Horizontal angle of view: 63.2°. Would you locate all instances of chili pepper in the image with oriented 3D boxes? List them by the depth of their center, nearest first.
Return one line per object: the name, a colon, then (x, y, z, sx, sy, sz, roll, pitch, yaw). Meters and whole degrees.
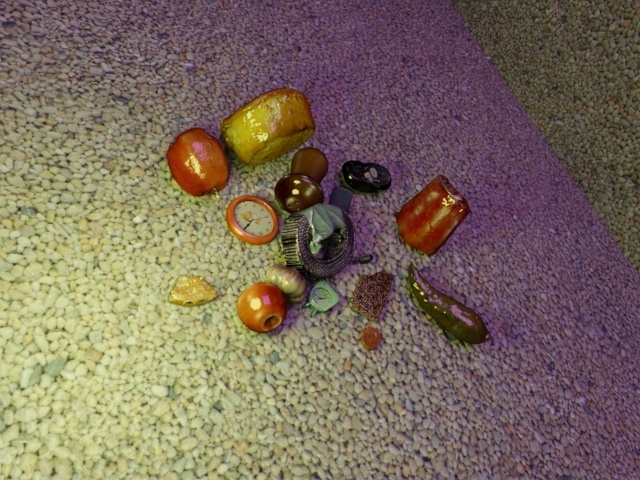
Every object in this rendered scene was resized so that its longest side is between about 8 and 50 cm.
chili pepper: (0.489, -0.118, 2.182, 0.229, 0.305, 0.251, 28, 39, -18)

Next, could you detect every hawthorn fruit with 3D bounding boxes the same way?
hawthorn fruit: (-0.412, -0.244, 1.833, 0.211, 0.211, 0.299, -31, 89, -40)

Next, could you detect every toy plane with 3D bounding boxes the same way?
toy plane: (0.162, 0.071, 2.032, 0.120, 0.049, 0.031, -11, 63, -15)

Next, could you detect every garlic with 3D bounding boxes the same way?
garlic: (-0.112, 0.141, 1.765, 0.159, 0.147, 0.102, 41, 69, -19)

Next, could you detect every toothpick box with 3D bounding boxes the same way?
toothpick box: (-0.066, -0.228, 2.024, 0.192, 0.192, 0.294, 27, 43, -11)

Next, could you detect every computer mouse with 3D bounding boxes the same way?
computer mouse: (0.193, -0.270, 2.253, 0.233, 0.096, 0.137, 11, 49, -18)

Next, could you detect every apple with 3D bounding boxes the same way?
apple: (-0.184, 0.216, 1.664, 0.163, 0.163, 0.139, -10, 52, -34)

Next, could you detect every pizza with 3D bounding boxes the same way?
pizza: (-0.409, 0.162, 1.655, 0.160, 0.036, 0.099, -2, 61, -31)

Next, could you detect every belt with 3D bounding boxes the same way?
belt: (0.000, 0.000, 1.886, 0.324, 0.122, 0.260, -25, 100, -44)

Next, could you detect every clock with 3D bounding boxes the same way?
clock: (-0.004, 0.211, 1.846, 0.101, 0.041, 0.135, 48, 50, 7)
clock: (-0.247, -0.075, 1.897, 0.205, 0.051, 0.205, 15, 53, -21)

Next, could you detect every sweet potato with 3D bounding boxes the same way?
sweet potato: (0.485, 0.262, 2.036, 0.422, 0.130, 0.130, 42, 48, 10)

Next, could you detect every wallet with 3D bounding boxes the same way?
wallet: (0.084, -0.166, 2.163, 0.088, 0.026, 0.129, 21, 52, -10)

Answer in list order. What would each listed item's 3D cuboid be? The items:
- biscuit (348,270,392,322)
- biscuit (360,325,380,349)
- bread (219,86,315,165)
biscuit: (0.197, 0.191, 1.983, 0.131, 0.026, 0.237, 33, 50, -7)
biscuit: (0.176, 0.349, 1.870, 0.078, 0.015, 0.091, 39, 48, 2)
bread: (-0.195, -0.426, 1.984, 0.358, 0.337, 0.204, -24, 80, -30)
